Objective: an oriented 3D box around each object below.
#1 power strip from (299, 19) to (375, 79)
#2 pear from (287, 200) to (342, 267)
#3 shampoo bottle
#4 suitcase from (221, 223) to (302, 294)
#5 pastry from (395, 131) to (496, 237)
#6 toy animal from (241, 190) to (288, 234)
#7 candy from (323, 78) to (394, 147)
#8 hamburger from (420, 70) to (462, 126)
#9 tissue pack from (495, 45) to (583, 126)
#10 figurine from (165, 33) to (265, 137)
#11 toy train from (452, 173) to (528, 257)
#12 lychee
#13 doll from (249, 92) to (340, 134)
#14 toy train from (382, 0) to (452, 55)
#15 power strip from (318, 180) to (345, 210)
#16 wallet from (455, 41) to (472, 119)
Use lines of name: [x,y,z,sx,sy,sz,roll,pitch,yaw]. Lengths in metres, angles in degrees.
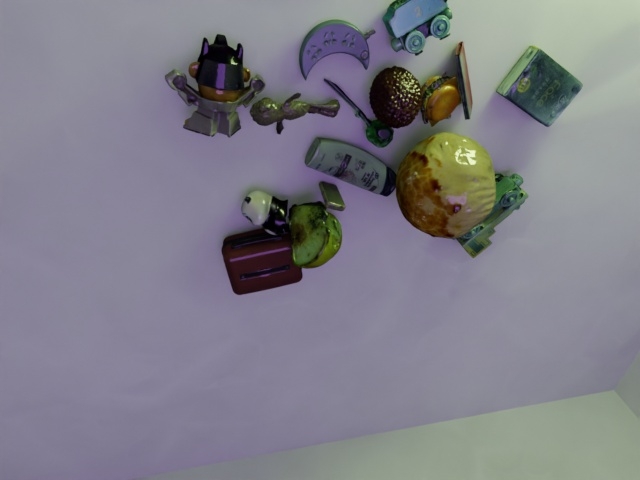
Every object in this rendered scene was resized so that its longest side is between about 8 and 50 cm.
power strip: [0.053,-0.601,1.439,0.253,0.054,0.167,-14,129,-4]
pear: [0.000,0.000,1.729,0.164,0.238,0.255,-13,160,19]
shampoo bottle: [0.128,-0.272,1.685,0.359,0.078,0.134,18,117,-25]
suitcase: [-0.224,0.074,1.796,0.297,0.161,0.236,-12,126,-5]
pastry: [0.428,-0.188,1.644,0.313,0.388,0.388,-6,127,-11]
toy animal: [-0.202,-0.105,1.686,0.179,0.166,0.138,19,96,-13]
candy: [0.129,-0.441,1.574,0.323,0.097,0.097,39,109,-25]
hamburger: [0.402,-0.485,1.578,0.164,0.093,0.189,-34,143,-5]
tissue pack: [0.785,-0.549,1.651,0.257,0.081,0.185,22,118,-26]
figurine: [-0.306,-0.461,1.391,0.308,0.143,0.308,-38,151,-26]
toy train: [0.705,-0.113,1.919,0.369,0.150,0.237,-42,133,17]
lychee: [0.243,-0.459,1.507,0.188,0.188,0.188,-7,127,-10]
doll: [-0.079,-0.426,1.483,0.286,0.202,0.091,-11,88,4]
toy train: [0.298,-0.679,1.413,0.203,0.112,0.163,-30,121,7]
power strip: [0.042,-0.159,1.687,0.076,0.169,0.028,13,124,-22]
wallet: [0.489,-0.542,1.562,0.025,0.119,0.232,-2,133,27]
